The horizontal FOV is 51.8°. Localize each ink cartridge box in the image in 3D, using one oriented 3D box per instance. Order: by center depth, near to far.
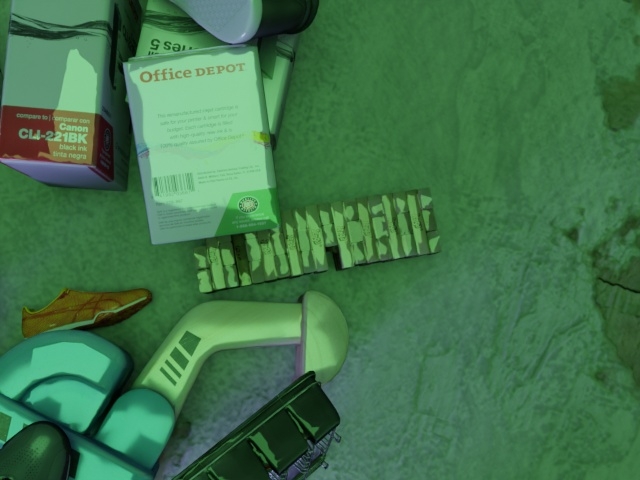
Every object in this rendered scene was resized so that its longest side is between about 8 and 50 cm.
[{"bbox_3d":[-0.136,-0.113,0.786,0.154,0.093,0.213,-8,98,-3],"label":"ink cartridge box"},{"bbox_3d":[-0.307,-0.213,0.833,0.114,0.197,0.273,3,86,-6],"label":"ink cartridge box"},{"bbox_3d":[-0.130,-0.279,0.893,0.198,0.115,0.273,11,85,-4],"label":"ink cartridge box"}]

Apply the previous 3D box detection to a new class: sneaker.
[{"bbox_3d":[-0.318,0.278,0.619,0.083,0.098,0.224,31,77,-2],"label":"sneaker"},{"bbox_3d":[-0.119,-0.333,0.799,0.146,0.105,0.296,-15,54,-45],"label":"sneaker"},{"bbox_3d":[-0.314,0.088,0.879,0.175,0.064,0.068,-14,77,-8],"label":"sneaker"}]

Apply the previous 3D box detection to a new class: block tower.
[{"bbox_3d":[0.000,0.000,0.893,0.335,0.097,0.091,-10,87,-6],"label":"block tower"}]

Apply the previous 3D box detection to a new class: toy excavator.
[{"bbox_3d":[-0.232,0.192,0.818,0.432,0.222,0.446,28,76,-3],"label":"toy excavator"}]

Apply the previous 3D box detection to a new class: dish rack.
[{"bbox_3d":[-0.071,0.281,0.782,0.208,0.272,0.074,-34,68,-21],"label":"dish rack"}]

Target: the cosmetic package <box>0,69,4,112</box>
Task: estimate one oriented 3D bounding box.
[{"bbox_3d":[-0.578,-0.191,0.845,0.295,0.129,0.153,-15,86,-6],"label":"cosmetic package"}]
